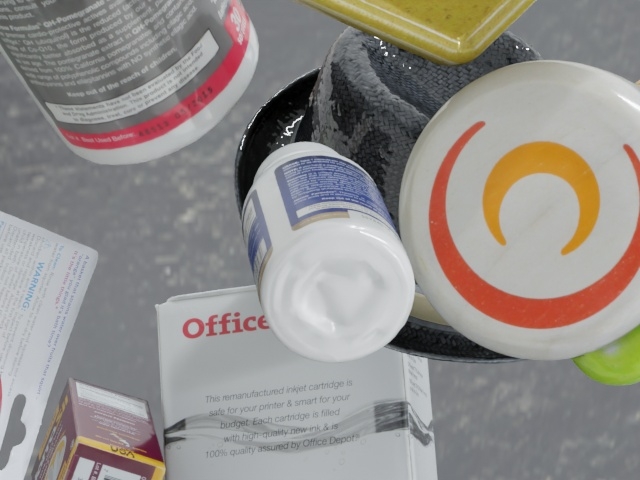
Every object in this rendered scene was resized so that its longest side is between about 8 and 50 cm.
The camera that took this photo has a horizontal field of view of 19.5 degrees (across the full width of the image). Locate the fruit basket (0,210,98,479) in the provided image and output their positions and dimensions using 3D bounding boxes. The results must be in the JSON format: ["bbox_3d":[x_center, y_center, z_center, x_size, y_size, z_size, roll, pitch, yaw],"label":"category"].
[{"bbox_3d":[-0.338,0.108,1.332,0.165,0.353,0.327,13,83,36],"label":"fruit basket"}]

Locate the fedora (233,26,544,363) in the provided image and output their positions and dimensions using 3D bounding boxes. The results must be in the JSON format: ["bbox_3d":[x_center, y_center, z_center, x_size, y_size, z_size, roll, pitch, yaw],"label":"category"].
[{"bbox_3d":[0.098,-0.067,1.419,0.334,0.152,0.334,3,49,-3],"label":"fedora"}]

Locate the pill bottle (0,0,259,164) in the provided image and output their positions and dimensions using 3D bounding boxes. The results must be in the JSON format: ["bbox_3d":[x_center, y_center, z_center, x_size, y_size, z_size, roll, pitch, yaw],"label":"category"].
[{"bbox_3d":[-0.183,-0.220,1.351,0.176,0.318,0.176,-16,43,16],"label":"pill bottle"}]

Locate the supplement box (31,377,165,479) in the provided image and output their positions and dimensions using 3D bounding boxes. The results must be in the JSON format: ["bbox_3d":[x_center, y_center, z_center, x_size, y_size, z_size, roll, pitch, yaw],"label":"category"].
[{"bbox_3d":[-0.194,0.200,1.610,0.080,0.104,0.188,20,8,-14],"label":"supplement box"}]

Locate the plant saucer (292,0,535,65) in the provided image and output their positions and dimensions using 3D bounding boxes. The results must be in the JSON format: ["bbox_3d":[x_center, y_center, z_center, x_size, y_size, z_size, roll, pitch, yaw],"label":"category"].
[{"bbox_3d":[0.071,-0.237,1.099,0.333,0.333,0.081,18,42,-38],"label":"plant saucer"}]

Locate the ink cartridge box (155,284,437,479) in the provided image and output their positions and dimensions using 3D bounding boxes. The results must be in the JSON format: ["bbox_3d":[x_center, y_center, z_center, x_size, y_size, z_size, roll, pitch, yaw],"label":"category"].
[{"bbox_3d":[-0.015,0.199,1.648,0.223,0.129,0.307,-8,74,14],"label":"ink cartridge box"}]

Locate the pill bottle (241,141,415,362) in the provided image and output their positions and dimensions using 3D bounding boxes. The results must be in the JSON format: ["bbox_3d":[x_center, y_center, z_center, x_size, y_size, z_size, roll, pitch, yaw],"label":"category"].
[{"bbox_3d":[0.000,0.000,0.837,0.067,0.067,0.120,-6,25,-6],"label":"pill bottle"}]

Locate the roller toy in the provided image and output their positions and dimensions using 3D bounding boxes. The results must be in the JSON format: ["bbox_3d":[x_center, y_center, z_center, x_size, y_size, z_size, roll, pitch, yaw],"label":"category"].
[{"bbox_3d":[0.159,-0.022,1.229,0.191,0.146,0.209,12,95,19],"label":"roller toy"}]
